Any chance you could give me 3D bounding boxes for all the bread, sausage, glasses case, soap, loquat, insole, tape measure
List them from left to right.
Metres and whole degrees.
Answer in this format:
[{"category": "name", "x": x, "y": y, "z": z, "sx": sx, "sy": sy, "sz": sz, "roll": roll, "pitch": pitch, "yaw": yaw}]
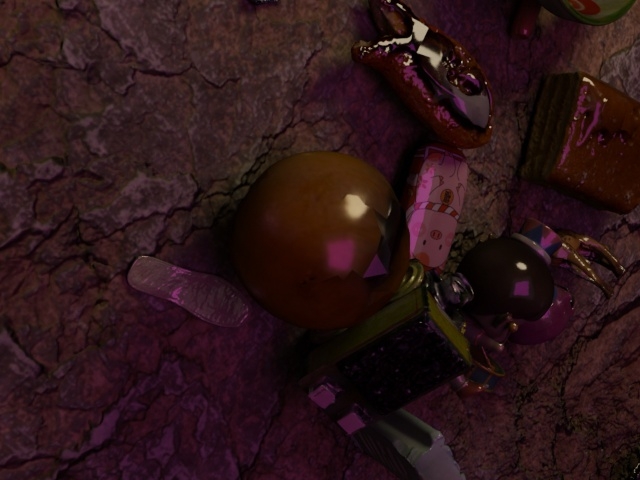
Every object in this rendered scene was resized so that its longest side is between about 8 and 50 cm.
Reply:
[{"category": "insole", "x": -0.165, "y": 0.066, "z": 1.200, "sx": 0.192, "sy": 0.010, "sz": 0.063, "roll": 25, "pitch": 87, "yaw": -36}, {"category": "loquat", "x": 0.000, "y": 0.000, "z": 1.164, "sx": 0.235, "sy": 0.235, "sz": 0.235, "roll": -9, "pitch": 106, "yaw": -32}, {"category": "soap", "x": 0.111, "y": 0.290, "z": 1.325, "sx": 0.063, "sy": 0.198, "sz": 0.114, "roll": -39, "pitch": 119, "yaw": -18}, {"category": "glasses case", "x": 0.144, "y": -0.014, "z": 1.354, "sx": 0.103, "sy": 0.067, "sz": 0.267, "roll": 14, "pitch": 93, "yaw": -33}, {"category": "bread", "x": 0.146, "y": -0.230, "z": 1.295, "sx": 0.269, "sy": 0.095, "sz": 0.139, "roll": 32, "pitch": 59, "yaw": -22}, {"category": "sausage", "x": 0.315, "y": -0.347, "z": 1.411, "sx": 0.034, "sy": 0.034, "sz": 0.083, "roll": 23, "pitch": 87, "yaw": -35}, {"category": "tape measure", "x": 0.343, "y": 0.112, "z": 1.490, "sx": 0.125, "sy": 0.118, "sz": 0.074, "roll": -34, "pitch": 116, "yaw": -19}, {"category": "bread", "x": 0.448, "y": -0.153, "z": 1.500, "sx": 0.234, "sy": 0.110, "sz": 0.184, "roll": 16, "pitch": 93, "yaw": -36}]

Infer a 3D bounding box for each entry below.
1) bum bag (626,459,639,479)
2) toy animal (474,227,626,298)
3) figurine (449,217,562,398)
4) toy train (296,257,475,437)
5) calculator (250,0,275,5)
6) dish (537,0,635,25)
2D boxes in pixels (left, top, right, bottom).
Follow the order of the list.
[{"category": "bum bag", "x": 0.632, "y": 0.547, "z": 1.814, "sx": 0.137, "sy": 0.074, "sz": 0.310, "roll": -11, "pitch": 108, "yaw": -42}, {"category": "toy animal", "x": 0.377, "y": 0.022, "z": 1.505, "sx": 0.275, "sy": 0.149, "sz": 0.054, "roll": 20, "pitch": 132, "yaw": -11}, {"category": "figurine", "x": 0.258, "y": 0.095, "z": 1.374, "sx": 0.158, "sy": 0.161, "sz": 0.275, "roll": 25, "pitch": 108, "yaw": -29}, {"category": "toy train", "x": 0.091, "y": 0.141, "z": 1.250, "sx": 0.261, "sy": 0.177, "sz": 0.134, "roll": -33, "pitch": 114, "yaw": 18}, {"category": "calculator", "x": -0.079, "y": -0.382, "z": 1.150, "sx": 0.057, "sy": 0.018, "sz": 0.172, "roll": -21, "pitch": 111, "yaw": -30}, {"category": "dish", "x": 0.359, "y": -0.477, "z": 1.357, "sx": 0.324, "sy": 0.124, "sz": 0.324, "roll": -8, "pitch": 102, "yaw": -42}]
